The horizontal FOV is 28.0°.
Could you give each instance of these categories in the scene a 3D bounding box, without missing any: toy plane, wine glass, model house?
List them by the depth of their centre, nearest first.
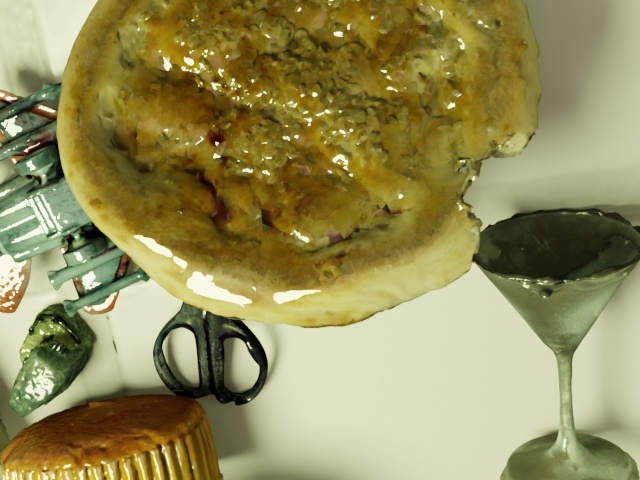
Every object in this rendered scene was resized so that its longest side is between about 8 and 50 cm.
[{"bbox_3d":[0.206,0.104,1.092,0.156,0.156,0.232,-3,113,10],"label":"wine glass"},{"bbox_3d":[-0.172,-0.058,1.108,0.326,0.104,0.223,-22,105,15],"label":"toy plane"},{"bbox_3d":[-0.257,0.113,1.195,0.066,0.083,0.079,35,112,-3],"label":"model house"}]

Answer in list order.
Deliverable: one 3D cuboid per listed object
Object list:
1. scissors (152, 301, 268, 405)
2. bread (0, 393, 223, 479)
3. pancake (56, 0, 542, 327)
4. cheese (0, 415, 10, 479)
[{"bbox_3d":[-0.100,0.034,1.130,0.109,0.022,0.300,7,130,7],"label":"scissors"},{"bbox_3d":[-0.192,0.203,1.166,0.199,0.199,0.104,-11,99,12],"label":"bread"},{"bbox_3d":[-0.011,-0.115,0.993,0.382,0.071,0.382,-2,76,10],"label":"pancake"},{"bbox_3d":[-0.406,0.174,1.204,0.198,0.154,0.189,-16,101,14],"label":"cheese"}]
